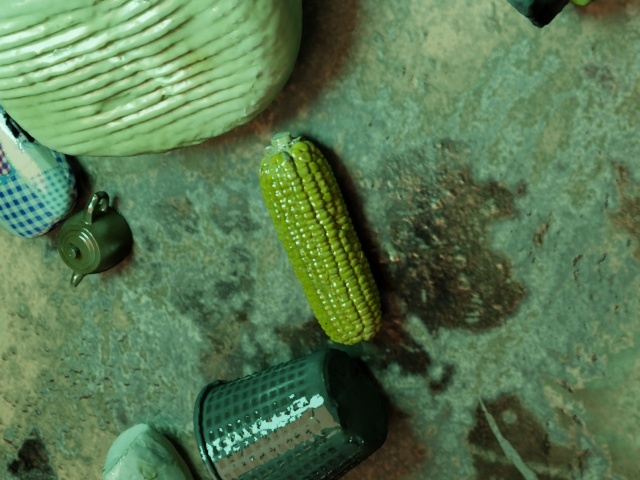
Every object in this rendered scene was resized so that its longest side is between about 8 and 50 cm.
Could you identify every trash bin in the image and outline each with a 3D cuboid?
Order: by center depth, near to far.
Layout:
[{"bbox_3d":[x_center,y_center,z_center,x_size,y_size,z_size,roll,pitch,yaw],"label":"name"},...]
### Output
[{"bbox_3d":[-0.023,0.197,1.641,0.161,0.175,0.175,-32,93,24],"label":"trash bin"}]

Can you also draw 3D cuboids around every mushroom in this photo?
[{"bbox_3d":[-0.169,0.321,1.810,0.081,0.092,0.223,-31,102,18],"label":"mushroom"}]

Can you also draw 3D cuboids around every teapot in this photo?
[{"bbox_3d":[-0.261,-0.003,1.734,0.076,0.068,0.121,27,121,17],"label":"teapot"}]

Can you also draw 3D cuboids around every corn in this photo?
[{"bbox_3d":[0.000,0.000,1.586,0.080,0.080,0.238,-16,101,33],"label":"corn"}]

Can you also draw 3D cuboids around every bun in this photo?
[{"bbox_3d":[-0.198,-0.240,1.506,0.361,0.213,0.361,-1,146,-1],"label":"bun"}]

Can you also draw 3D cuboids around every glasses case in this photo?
[{"bbox_3d":[-0.397,-0.148,1.743,0.125,0.076,0.327,-35,90,37],"label":"glasses case"}]

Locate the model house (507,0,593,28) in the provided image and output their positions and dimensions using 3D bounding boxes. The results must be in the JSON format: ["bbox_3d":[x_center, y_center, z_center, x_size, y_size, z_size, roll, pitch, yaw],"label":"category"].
[{"bbox_3d":[0.166,-0.320,1.311,0.280,0.230,0.249,48,166,6],"label":"model house"}]
